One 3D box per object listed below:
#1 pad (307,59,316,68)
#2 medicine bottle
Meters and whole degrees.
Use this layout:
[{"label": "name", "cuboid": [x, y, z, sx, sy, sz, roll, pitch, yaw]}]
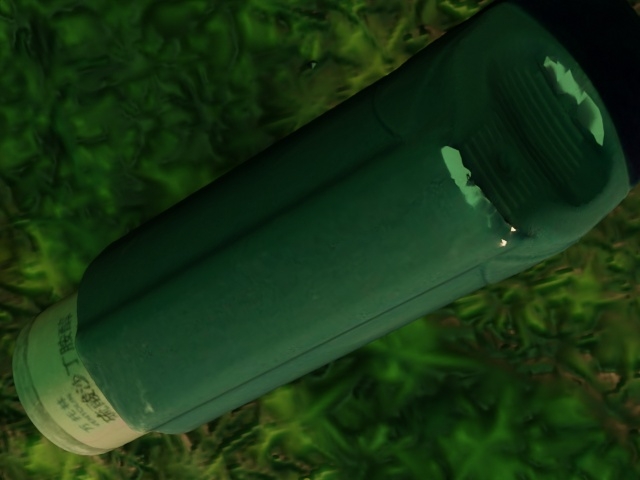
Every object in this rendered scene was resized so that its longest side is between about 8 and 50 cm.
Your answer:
[{"label": "pad", "cuboid": [0.026, -0.214, 0.550, 0.250, 0.055, 0.323, 47, 122, 16]}, {"label": "medicine bottle", "cuboid": [0.000, 0.000, 0.607, 0.258, 0.124, 0.079, -30, 101, 32]}]
